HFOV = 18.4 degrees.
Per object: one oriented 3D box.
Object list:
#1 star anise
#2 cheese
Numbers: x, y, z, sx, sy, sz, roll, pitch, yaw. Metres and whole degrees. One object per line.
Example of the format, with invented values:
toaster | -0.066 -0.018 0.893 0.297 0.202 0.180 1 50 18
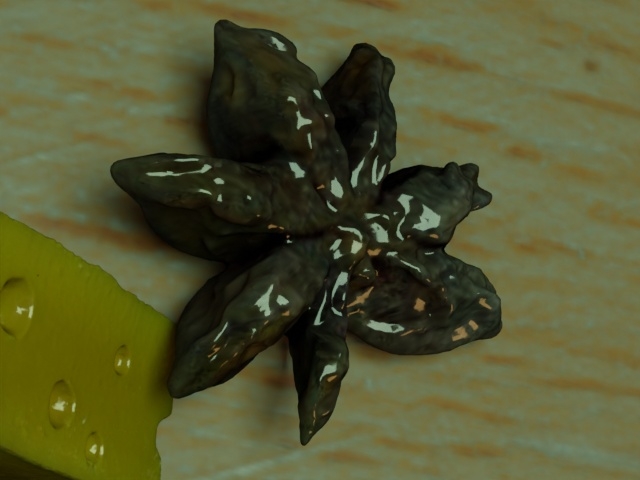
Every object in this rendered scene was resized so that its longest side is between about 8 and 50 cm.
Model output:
star anise | -0.003 -0.016 0.939 0.212 0.073 0.197 -26 94 -35
cheese | -0.131 0.058 0.873 0.171 0.126 0.093 23 66 -44
